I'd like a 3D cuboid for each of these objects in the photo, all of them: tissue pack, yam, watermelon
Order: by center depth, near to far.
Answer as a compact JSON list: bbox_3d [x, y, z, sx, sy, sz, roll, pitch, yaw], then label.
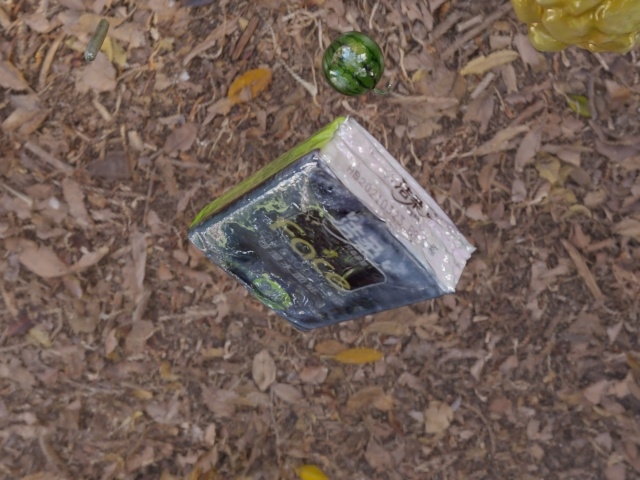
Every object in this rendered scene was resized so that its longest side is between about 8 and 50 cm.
[{"bbox_3d":[0.000,0.000,0.661,0.173,0.073,0.235,44,144,-18],"label":"tissue pack"},{"bbox_3d":[0.053,-0.269,1.100,0.109,0.109,0.109,1,124,1],"label":"watermelon"},{"bbox_3d":[-0.362,-0.325,1.149,0.021,0.116,0.021,-1,134,-1],"label":"yam"}]

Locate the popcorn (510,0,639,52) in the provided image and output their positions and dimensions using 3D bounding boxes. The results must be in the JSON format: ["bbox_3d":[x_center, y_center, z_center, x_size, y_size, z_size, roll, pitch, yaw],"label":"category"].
[{"bbox_3d":[0.413,-0.459,0.972,0.344,0.354,0.390,6,108,24],"label":"popcorn"}]
